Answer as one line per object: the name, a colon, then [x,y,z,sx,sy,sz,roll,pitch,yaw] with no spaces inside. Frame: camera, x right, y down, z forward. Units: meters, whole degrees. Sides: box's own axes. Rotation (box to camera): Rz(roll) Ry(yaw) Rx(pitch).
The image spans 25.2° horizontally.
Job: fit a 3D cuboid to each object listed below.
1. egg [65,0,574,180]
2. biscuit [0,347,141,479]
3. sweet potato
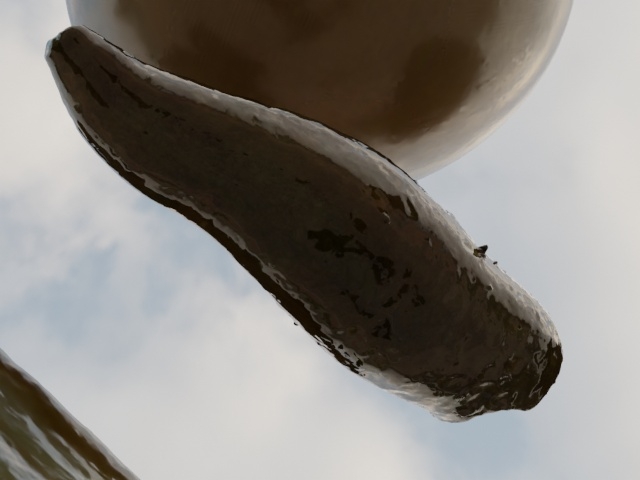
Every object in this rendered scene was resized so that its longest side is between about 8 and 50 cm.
egg: [0.008,-0.176,0.935,0.373,0.301,0.301,-6,-81,-48]
biscuit: [-0.164,0.130,0.690,0.290,0.237,0.062,44,-78,1]
sweet potato: [0.000,0.000,0.540,0.243,0.077,0.077,35,-88,-25]
